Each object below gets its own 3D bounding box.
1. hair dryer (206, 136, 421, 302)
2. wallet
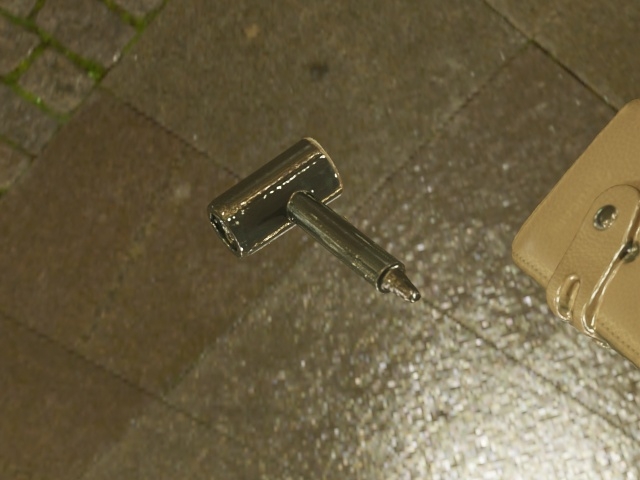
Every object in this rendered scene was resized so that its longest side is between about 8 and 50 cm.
[{"bbox_3d":[0.000,0.000,1.184,0.128,0.255,0.070,-33,131,-15],"label":"hair dryer"},{"bbox_3d":[0.159,-0.001,0.590,0.038,0.153,0.118,35,97,-35],"label":"wallet"}]
